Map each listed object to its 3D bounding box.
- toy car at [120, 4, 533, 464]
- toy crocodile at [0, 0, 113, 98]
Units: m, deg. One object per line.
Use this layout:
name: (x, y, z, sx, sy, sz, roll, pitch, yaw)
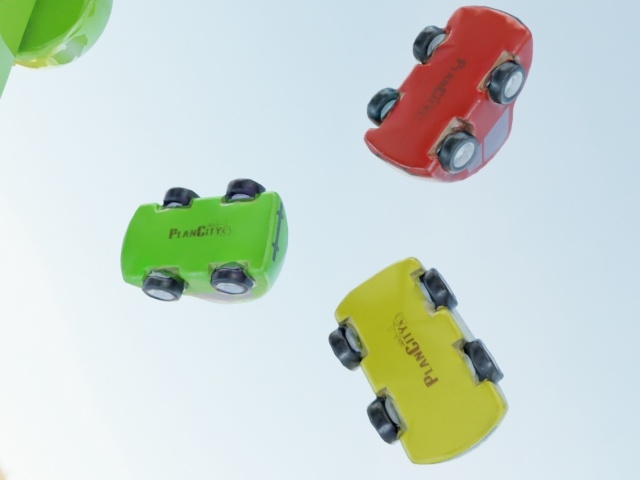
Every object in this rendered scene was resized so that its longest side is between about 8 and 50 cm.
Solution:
toy car: (0.000, 0.000, 0.531, 0.225, 0.238, 0.053, -4, -26, 26)
toy crocodile: (-0.127, -0.177, 0.391, 0.105, 0.340, 0.115, 16, -2, 9)
